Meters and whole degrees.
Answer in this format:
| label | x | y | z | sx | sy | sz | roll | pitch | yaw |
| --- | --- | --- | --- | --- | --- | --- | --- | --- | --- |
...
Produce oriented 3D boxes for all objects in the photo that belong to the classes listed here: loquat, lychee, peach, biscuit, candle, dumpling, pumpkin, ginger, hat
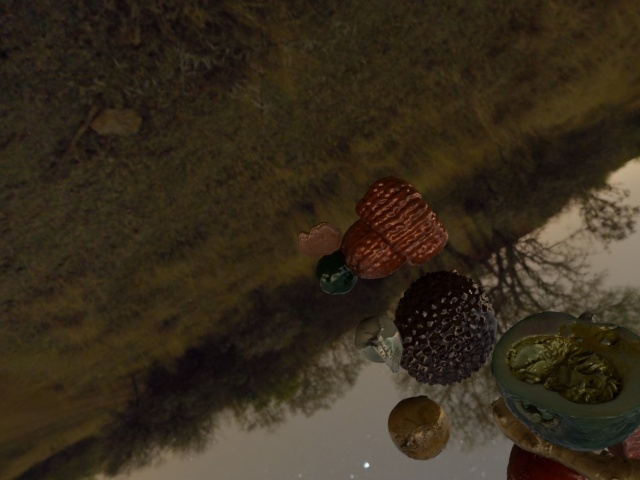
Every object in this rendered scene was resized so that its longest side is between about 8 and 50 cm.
| label | x | y | z | sx | sy | sz | roll | pitch | yaw |
| --- | --- | --- | --- | --- | --- | --- | --- | --- | --- |
| loquat | 0.365 | 0.688 | 2.123 | 0.235 | 0.235 | 0.235 | -29 | 174 | -3 |
| lychee | 0.342 | 0.239 | 1.615 | 0.330 | 0.306 | 0.306 | -44 | 180 | -22 |
| peach | 0.926 | 0.932 | 2.283 | 0.370 | 0.370 | 0.370 | -29 | 174 | -3 |
| biscuit | 0.000 | 0.000 | 1.654 | 0.130 | 0.102 | 0.019 | -18 | -155 | 5 |
| candle | 0.927 | 0.592 | 1.754 | 0.131 | 0.287 | 0.317 | -13 | 147 | 10 |
| dumpling | 0.148 | 0.243 | 1.370 | 0.108 | 0.127 | 0.188 | -47 | -162 | 6 |
| pumpkin | 0.519 | 0.300 | 1.197 | 0.263 | 0.293 | 0.197 | -49 | 140 | -30 |
| ginger | 0.648 | 0.541 | 1.493 | 0.348 | 0.122 | 0.363 | 10 | -166 | -12 |
| hat | 0.150 | 0.007 | 1.694 | 0.400 | 0.285 | 0.285 | -37 | 174 | -2 |

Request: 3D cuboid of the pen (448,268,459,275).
| label | x | y | z | sx | sy | sz | roll | pitch | yaw |
| --- | --- | --- | --- | --- | --- | --- | --- | --- | --- |
| pen | 0.465 | 0.191 | 1.786 | 0.028 | 0.239 | 0.028 | -32 | -175 | 3 |
